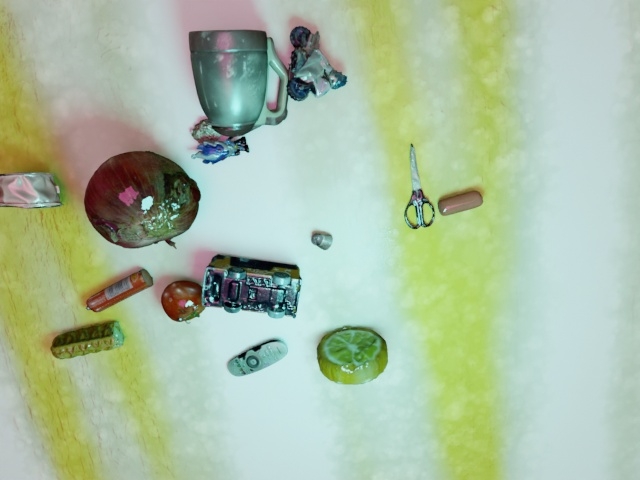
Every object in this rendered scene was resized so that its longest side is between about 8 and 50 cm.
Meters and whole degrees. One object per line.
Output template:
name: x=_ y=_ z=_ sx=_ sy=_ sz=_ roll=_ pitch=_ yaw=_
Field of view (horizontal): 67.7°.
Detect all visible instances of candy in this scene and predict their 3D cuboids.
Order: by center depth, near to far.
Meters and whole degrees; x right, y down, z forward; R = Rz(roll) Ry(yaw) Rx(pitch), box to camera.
candy: x=0.112 y=0.406 z=1.701 sx=0.260 sy=0.260 sz=0.118 roll=-6 pitch=110 yaw=2

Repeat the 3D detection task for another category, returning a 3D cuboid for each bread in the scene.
bread: x=-0.872 y=0.377 z=1.778 sx=0.270 sy=0.087 sz=0.098 roll=-13 pitch=106 yaw=3

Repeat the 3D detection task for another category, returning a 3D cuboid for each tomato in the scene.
tomato: x=-0.489 y=0.214 z=1.707 sx=0.167 sy=0.167 sz=0.167 roll=0 pitch=105 yaw=0

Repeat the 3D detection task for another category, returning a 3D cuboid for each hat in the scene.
hat: x=0.001 y=0.000 z=1.706 sx=0.087 sy=0.042 sz=0.058 roll=8 pitch=107 yaw=-38

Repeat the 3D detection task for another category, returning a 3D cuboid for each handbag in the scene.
handbag: x=-0.980 y=-0.166 z=1.588 sx=0.205 sy=0.179 sz=0.116 roll=-3 pitch=97 yaw=-5

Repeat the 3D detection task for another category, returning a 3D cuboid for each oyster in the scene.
oyster: x=-0.379 y=-0.363 z=1.603 sx=0.098 sy=0.037 sz=0.100 roll=37 pitch=102 yaw=-9

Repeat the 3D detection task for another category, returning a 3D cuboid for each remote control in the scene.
remote control: x=-0.240 y=0.447 z=1.821 sx=0.256 sy=0.045 sz=0.097 roll=-24 pitch=103 yaw=9

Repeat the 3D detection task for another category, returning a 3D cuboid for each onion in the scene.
onion: x=-0.565 y=-0.118 z=1.535 sx=0.354 sy=0.353 sz=0.353 roll=0 pitch=105 yaw=0

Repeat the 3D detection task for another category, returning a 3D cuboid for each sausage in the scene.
sausage: x=0.485 y=-0.130 z=1.655 sx=0.154 sy=0.062 sz=0.062 roll=-15 pitch=105 yaw=4
sausage: x=-0.743 y=0.193 z=1.737 sx=0.274 sy=0.074 sz=0.074 roll=-27 pitch=103 yaw=7

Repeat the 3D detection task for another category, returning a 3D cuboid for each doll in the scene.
doll: x=-0.341 y=-0.303 z=1.607 sx=0.195 sy=0.070 sz=0.096 roll=-13 pitch=135 yaw=0

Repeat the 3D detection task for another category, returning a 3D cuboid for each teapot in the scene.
teapot: x=-0.241 y=-0.488 z=1.498 sx=0.315 sy=0.233 sz=0.312 roll=-11 pitch=114 yaw=-26

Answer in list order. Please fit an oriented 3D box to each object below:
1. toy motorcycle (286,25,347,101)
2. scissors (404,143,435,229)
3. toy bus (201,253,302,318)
toy motorcycle: x=-0.007 y=-0.550 z=1.520 sx=0.204 sy=0.108 sz=0.239 roll=6 pitch=97 yaw=-20
scissors: x=0.335 y=-0.186 z=1.661 sx=0.109 sy=0.022 sz=0.299 roll=-9 pitch=105 yaw=-1
toy bus: x=-0.235 y=0.155 z=1.665 sx=0.324 sy=0.194 sz=0.161 roll=8 pitch=106 yaw=-6
